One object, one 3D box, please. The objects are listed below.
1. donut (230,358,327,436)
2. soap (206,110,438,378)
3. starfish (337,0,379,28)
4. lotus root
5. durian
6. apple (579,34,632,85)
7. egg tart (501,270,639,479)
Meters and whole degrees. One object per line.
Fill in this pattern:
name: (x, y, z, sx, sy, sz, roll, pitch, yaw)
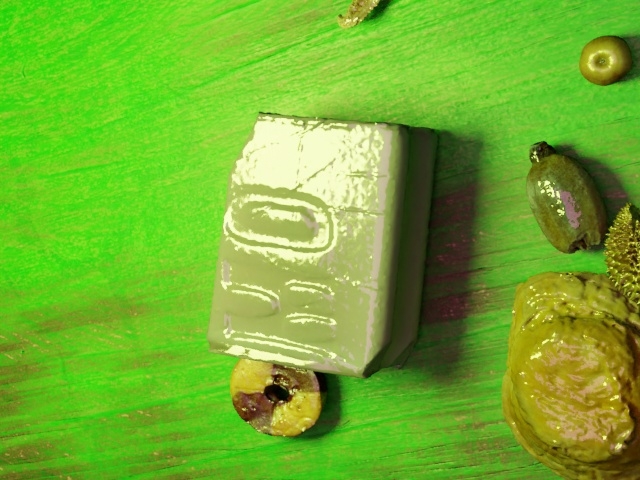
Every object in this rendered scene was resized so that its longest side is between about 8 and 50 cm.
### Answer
donut: (-0.072, 0.277, 1.918, 0.184, 0.073, 0.166, -8, 90, 24)
soap: (0.000, 0.000, 1.791, 0.350, 0.213, 0.435, 11, 98, 24)
starfish: (0.137, -0.500, 1.769, 0.302, 0.060, 0.299, 12, 93, 29)
lotus root: (0.389, -0.072, 1.676, 0.113, 0.088, 0.192, -28, 82, 30)
durian: (0.530, 0.046, 1.588, 0.138, 0.193, 0.237, 144, 118, -64)
apple: (0.449, -0.284, 1.639, 0.084, 0.071, 0.084, 2, 95, 25)
egg tart: (0.437, 0.233, 1.646, 0.339, 0.153, 0.352, 16, 101, 19)
